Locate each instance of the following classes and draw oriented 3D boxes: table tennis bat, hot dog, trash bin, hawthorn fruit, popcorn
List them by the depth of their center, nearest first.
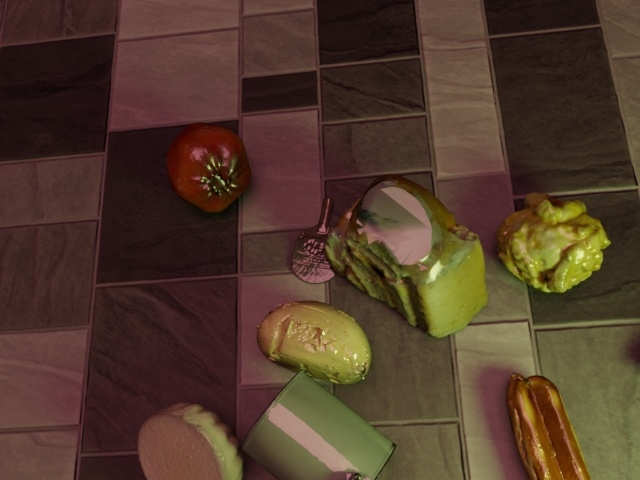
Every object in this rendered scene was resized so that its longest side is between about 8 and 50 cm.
[{"bbox_3d":[-0.004,0.443,1.441,0.263,0.277,0.217,37,86,11],"label":"trash bin"},{"bbox_3d":[0.492,0.446,1.458,0.135,0.100,0.337,-13,69,-7],"label":"hot dog"},{"bbox_3d":[0.540,0.010,1.569,0.256,0.195,0.254,-1,63,27],"label":"popcorn"},{"bbox_3d":[0.000,0.000,1.734,0.131,0.022,0.234,9,73,11],"label":"table tennis bat"},{"bbox_3d":[-0.302,-0.210,1.759,0.224,0.224,0.261,-33,49,-6],"label":"hawthorn fruit"}]

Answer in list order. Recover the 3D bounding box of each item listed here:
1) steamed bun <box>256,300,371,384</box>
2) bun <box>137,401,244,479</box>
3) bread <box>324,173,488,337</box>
[{"bbox_3d":[-0.002,0.221,1.534,0.273,0.232,0.166,12,68,16],"label":"steamed bun"},{"bbox_3d":[-0.266,0.473,1.517,0.263,0.175,0.262,8,108,26],"label":"bun"},{"bbox_3d":[0.216,0.028,1.563,0.395,0.264,0.239,36,71,18],"label":"bread"}]
